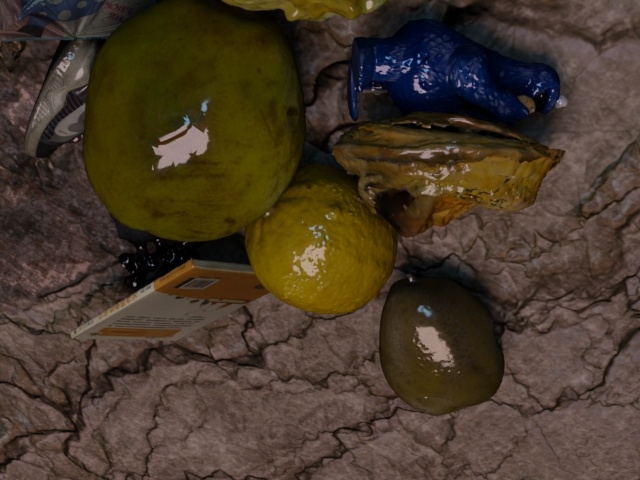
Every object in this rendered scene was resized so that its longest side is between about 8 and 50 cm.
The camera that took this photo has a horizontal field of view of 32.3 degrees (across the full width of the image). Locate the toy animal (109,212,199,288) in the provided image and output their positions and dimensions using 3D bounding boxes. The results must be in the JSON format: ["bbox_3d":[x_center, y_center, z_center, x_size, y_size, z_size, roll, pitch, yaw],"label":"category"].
[{"bbox_3d":[-0.258,-0.048,1.583,0.121,0.117,0.210,-22,116,-19],"label":"toy animal"}]

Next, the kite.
[{"bbox_3d":[-0.243,-0.304,1.231,0.314,0.011,0.335,-29,155,6],"label":"kite"}]

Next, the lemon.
[{"bbox_3d":[0.000,0.000,1.453,0.231,0.192,0.192,28,138,-36],"label":"lemon"}]

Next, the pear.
[{"bbox_3d":[-0.148,-0.141,1.303,0.269,0.269,0.321,27,122,-12],"label":"pear"}]

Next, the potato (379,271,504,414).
[{"bbox_3d":[0.166,0.146,1.584,0.174,0.159,0.251,-20,121,2],"label":"potato"}]

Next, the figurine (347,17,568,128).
[{"bbox_3d":[0.155,-0.192,1.273,0.262,0.120,0.164,7,172,-18],"label":"figurine"}]

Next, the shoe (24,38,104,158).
[{"bbox_3d":[-0.313,-0.177,1.442,0.112,0.099,0.227,20,137,-14],"label":"shoe"}]

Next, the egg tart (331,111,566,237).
[{"bbox_3d":[0.145,-0.068,1.309,0.297,0.132,0.297,0,176,0],"label":"egg tart"}]

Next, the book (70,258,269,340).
[{"bbox_3d":[-0.206,0.096,1.656,0.295,0.020,0.208,-28,157,37],"label":"book"}]

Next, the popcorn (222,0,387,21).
[{"bbox_3d":[-0.046,-0.365,1.041,0.312,0.312,0.312,9,136,8],"label":"popcorn"}]
